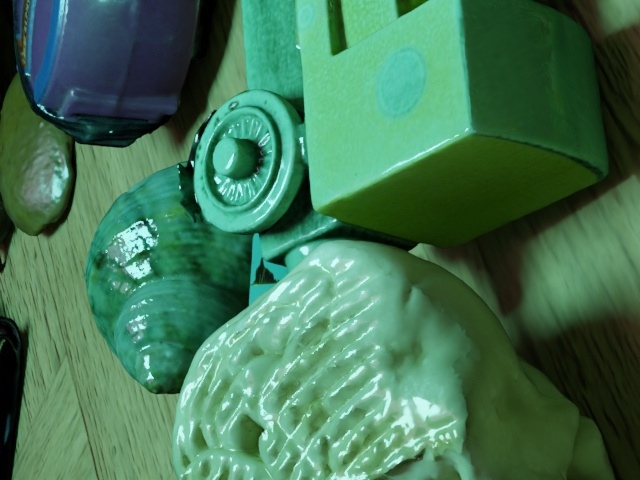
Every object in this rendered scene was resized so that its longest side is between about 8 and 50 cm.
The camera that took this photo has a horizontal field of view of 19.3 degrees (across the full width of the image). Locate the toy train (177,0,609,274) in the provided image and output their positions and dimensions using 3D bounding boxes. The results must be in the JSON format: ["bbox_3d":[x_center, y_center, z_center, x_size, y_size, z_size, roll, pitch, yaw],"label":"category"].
[{"bbox_3d":[0.038,-0.158,1.166,0.253,0.160,0.397,-26,59,42],"label":"toy train"}]

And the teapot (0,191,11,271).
[{"bbox_3d":[-0.362,-0.017,2.004,0.068,0.076,0.121,29,139,50],"label":"teapot"}]

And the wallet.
[{"bbox_3d":[-0.384,0.189,2.028,0.221,0.071,0.262,17,104,56],"label":"wallet"}]

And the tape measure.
[{"bbox_3d":[-0.182,-0.211,1.628,0.245,0.149,0.231,-120,40,-57],"label":"tape measure"}]

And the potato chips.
[{"bbox_3d":[-0.299,-0.100,1.921,0.150,0.049,0.201,-37,48,48],"label":"potato chips"}]

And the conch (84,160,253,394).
[{"bbox_3d":[-0.108,0.032,1.470,0.176,0.122,0.188,-19,71,34],"label":"conch"}]

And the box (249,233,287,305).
[{"bbox_3d":[0.000,-0.001,1.350,0.162,0.041,0.229,-5,81,61],"label":"box"}]

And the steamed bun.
[{"bbox_3d":[0.050,0.174,1.072,0.276,0.203,0.289,-41,59,30],"label":"steamed bun"}]
